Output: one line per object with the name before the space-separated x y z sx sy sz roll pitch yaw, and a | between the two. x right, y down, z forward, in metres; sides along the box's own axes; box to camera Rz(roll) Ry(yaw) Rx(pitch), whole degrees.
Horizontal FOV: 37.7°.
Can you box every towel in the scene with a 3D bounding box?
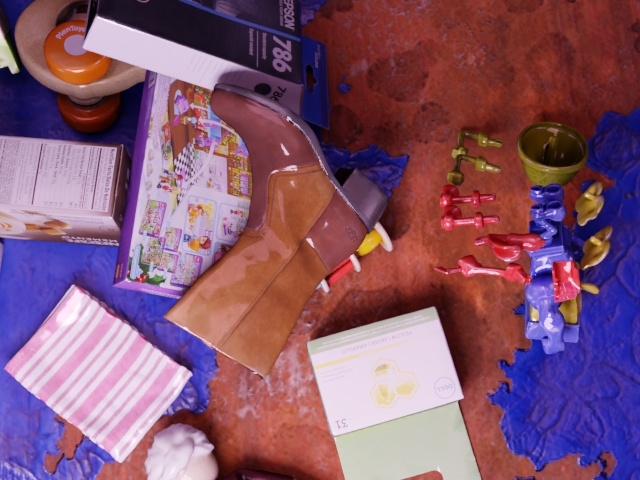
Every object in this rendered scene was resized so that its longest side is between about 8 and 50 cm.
towel | -0.280 0.166 1.181 0.197 0.029 0.144 36 79 9

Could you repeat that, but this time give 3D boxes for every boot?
boot | -0.094 -0.015 1.125 0.264 0.096 0.280 41 81 -18

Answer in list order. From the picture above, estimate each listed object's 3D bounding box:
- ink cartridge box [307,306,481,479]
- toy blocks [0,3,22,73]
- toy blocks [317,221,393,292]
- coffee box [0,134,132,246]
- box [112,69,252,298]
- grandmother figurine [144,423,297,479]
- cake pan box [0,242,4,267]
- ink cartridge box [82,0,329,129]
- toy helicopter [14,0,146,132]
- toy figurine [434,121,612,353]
ink cartridge box | 0.094 0.218 1.155 0.171 0.056 0.235 -15 74 -4
toy blocks | -0.585 -0.362 1.202 0.260 0.191 0.382 -20 113 -5
toy blocks | 0.000 0.000 1.209 0.148 0.054 0.123 -32 79 -7
coffee box | -0.362 -0.062 1.183 0.246 0.141 0.098 5 75 0
box | -0.138 -0.068 1.181 0.200 0.057 0.294 14 74 -27
grandmother figurine | -0.086 0.357 1.103 0.342 0.104 0.207 46 53 13
cake pan box | -0.543 0.119 1.176 0.245 0.070 0.267 3 76 3
ink cartridge box | -0.122 -0.263 1.176 0.332 0.065 0.166 15 51 -25
toy helicopter | -0.243 -0.319 1.274 0.355 0.140 0.235 -26 68 -17
toy figurine | 0.257 0.025 1.169 0.191 0.217 0.363 -5 31 13
